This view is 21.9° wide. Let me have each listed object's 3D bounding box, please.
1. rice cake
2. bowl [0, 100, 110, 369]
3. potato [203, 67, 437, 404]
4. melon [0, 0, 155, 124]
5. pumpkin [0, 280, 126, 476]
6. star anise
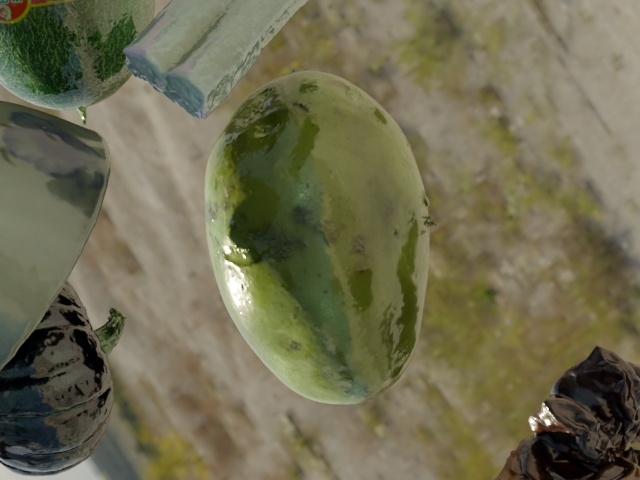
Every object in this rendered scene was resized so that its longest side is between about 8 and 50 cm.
[{"bbox_3d":[-0.066,-0.176,1.256,0.085,0.226,0.040,24,138,12],"label":"rice cake"},{"bbox_3d":[-0.308,-0.005,1.283,0.146,0.289,0.289,37,178,-26],"label":"bowl"},{"bbox_3d":[-0.003,-0.001,1.499,0.216,0.216,0.304,41,137,54],"label":"potato"},{"bbox_3d":[-0.235,-0.235,1.438,0.182,0.182,0.288,35,142,63],"label":"melon"},{"bbox_3d":[-0.256,0.114,1.456,0.150,0.194,0.194,13,-178,-17],"label":"pumpkin"},{"bbox_3d":[0.272,0.217,1.668,0.126,0.220,0.190,26,-170,25],"label":"star anise"}]
